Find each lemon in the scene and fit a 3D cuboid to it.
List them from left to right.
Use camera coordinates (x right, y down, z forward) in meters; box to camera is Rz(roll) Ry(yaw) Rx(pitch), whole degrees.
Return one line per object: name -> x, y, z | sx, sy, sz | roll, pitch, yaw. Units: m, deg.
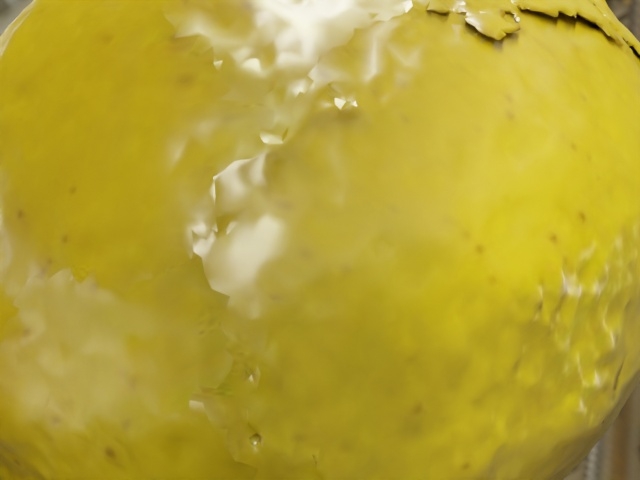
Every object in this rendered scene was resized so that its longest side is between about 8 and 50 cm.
lemon -> 0.000, 0.000, 0.651 | 0.310, 0.253, 0.253 | -28, 9, -35
